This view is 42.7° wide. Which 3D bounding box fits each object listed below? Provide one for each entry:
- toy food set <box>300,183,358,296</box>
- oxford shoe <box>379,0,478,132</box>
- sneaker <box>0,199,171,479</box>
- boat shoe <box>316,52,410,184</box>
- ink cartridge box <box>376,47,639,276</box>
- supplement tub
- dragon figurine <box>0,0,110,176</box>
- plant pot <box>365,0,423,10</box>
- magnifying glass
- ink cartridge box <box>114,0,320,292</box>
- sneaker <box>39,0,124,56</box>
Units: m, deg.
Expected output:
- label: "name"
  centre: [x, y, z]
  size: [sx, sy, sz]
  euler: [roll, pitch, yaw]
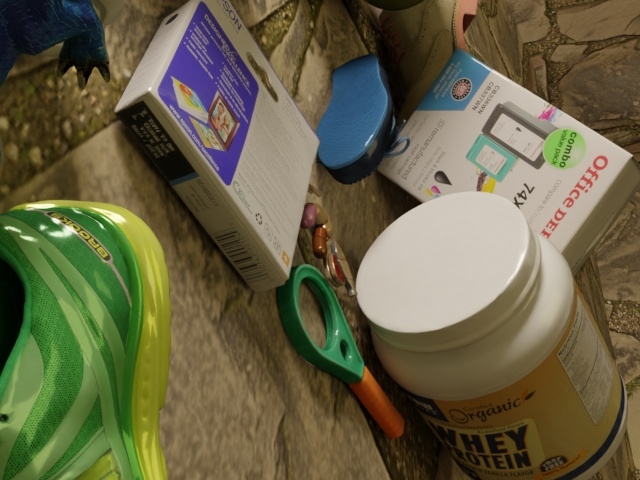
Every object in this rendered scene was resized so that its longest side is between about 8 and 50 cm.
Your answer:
- label: "toy food set"
  centre: [0.000, 0.000, 0.834]
  size: [0.078, 0.019, 0.122]
  euler: [29, 39, -66]
- label: "oxford shoe"
  centre: [0.151, -0.297, 1.304]
  size: [0.146, 0.140, 0.397]
  euler: [19, 53, -5]
- label: "sneaker"
  centre: [-0.136, 0.122, 0.395]
  size: [0.123, 0.109, 0.295]
  euler: [7, 66, -41]
- label: "boat shoe"
  centre: [0.062, -0.139, 0.981]
  size: [0.089, 0.109, 0.258]
  euler: [61, 28, -30]
- label: "ink cartridge box"
  centre: [0.263, -0.090, 1.112]
  size: [0.270, 0.198, 0.197]
  euler: [38, 12, 24]
- label: "supplement tub"
  centre: [0.195, 0.121, 0.926]
  size: [0.316, 0.228, 0.228]
  euler: [54, 29, -35]
- label: "dragon figurine"
  centre: [-0.161, -0.107, 0.358]
  size: [0.085, 0.289, 0.144]
  euler: [37, -14, 10]
- label: "plant pot"
  centre: [0.088, -0.453, 1.116]
  size: [0.293, 0.275, 0.275]
  euler: [51, 28, -69]
- label: "magnifying glass"
  centre: [0.025, 0.117, 0.813]
  size: [0.231, 0.026, 0.092]
  euler: [58, 27, -31]
- label: "ink cartridge box"
  centre: [-0.077, -0.097, 0.719]
  size: [0.206, 0.045, 0.208]
  euler: [55, 29, -32]
- label: "sneaker"
  centre: [-0.215, -0.177, 0.454]
  size: [0.095, 0.090, 0.235]
  euler: [63, 18, 15]
